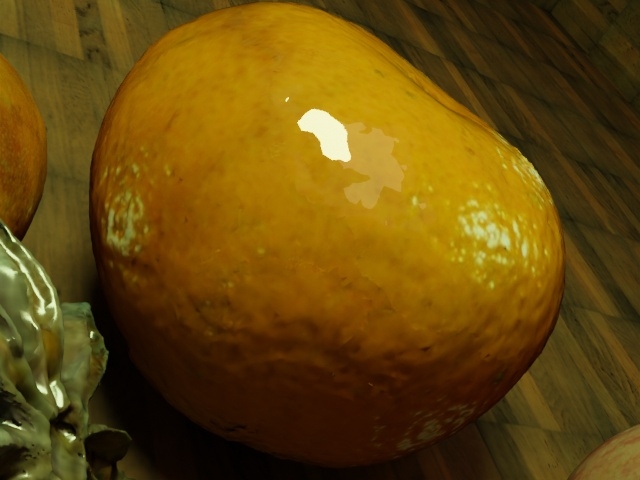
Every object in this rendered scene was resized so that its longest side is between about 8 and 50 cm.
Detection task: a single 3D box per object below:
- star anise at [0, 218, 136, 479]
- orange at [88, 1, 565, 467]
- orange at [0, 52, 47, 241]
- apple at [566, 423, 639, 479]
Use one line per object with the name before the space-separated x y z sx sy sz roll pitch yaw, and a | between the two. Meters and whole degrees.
star anise | -0.192 0.125 0.512 0.118 0.331 0.331 -13 38 4
orange | 0.000 0.000 0.783 0.424 0.326 0.424 33 16 -11
orange | -0.339 -0.067 0.641 0.284 0.226 0.284 24 27 -13
apple | 0.346 0.306 0.747 0.345 0.269 0.344 26 30 -17
